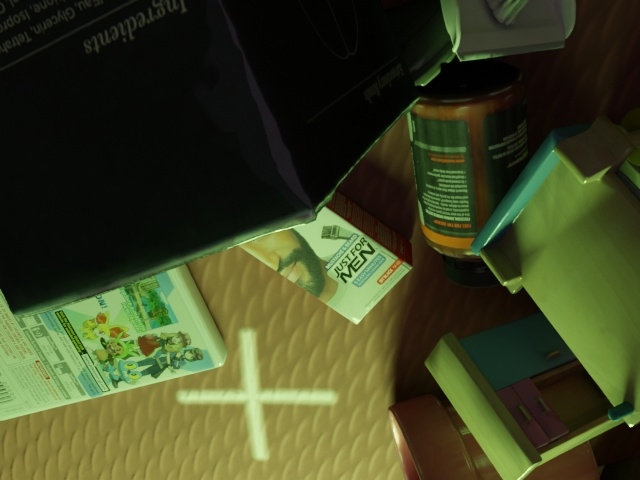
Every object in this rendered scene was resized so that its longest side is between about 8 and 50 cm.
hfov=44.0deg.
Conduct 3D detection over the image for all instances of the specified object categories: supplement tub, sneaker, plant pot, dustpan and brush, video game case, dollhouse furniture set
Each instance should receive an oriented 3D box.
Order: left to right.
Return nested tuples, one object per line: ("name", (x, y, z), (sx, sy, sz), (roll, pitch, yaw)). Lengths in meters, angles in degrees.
("video game case", (-0.298, 0.034, 0.850), (0.299, 0.036, 0.329), (-15, 116, 13))
("sneaker", (0.011, -0.152, 0.686), (0.267, 0.101, 0.106), (-30, 110, 19))
("supplement tub", (0.139, -0.056, 0.726), (0.106, 0.106, 0.198), (-6, 118, 8))
("plant pot", (0.188, 0.249, 0.855), (0.180, 0.201, 0.201), (-17, 118, -5))
("dustpan and brush", (0.141, -0.258, 0.626), (0.060, 0.147, 0.211), (-22, 85, 55))
("dollhouse furniture set", (0.276, 0.083, 0.640), (0.198, 0.286, 0.303), (-14, 146, -31))

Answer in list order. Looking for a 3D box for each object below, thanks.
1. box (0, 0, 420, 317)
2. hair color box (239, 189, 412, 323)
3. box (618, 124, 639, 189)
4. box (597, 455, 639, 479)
("box", (-0.124, -0.205, 0.503), (0.211, 0.293, 0.396), (-19, 103, 22))
("hair color box", (0.000, 0.000, 0.798), (0.167, 0.053, 0.093), (34, 117, -13))
("box", (0.350, 0.021, 0.752), (0.094, 0.113, 0.275), (-16, 118, 11))
("box", (0.352, 0.345, 0.829), (0.167, 0.168, 0.203), (27, 160, 8))
